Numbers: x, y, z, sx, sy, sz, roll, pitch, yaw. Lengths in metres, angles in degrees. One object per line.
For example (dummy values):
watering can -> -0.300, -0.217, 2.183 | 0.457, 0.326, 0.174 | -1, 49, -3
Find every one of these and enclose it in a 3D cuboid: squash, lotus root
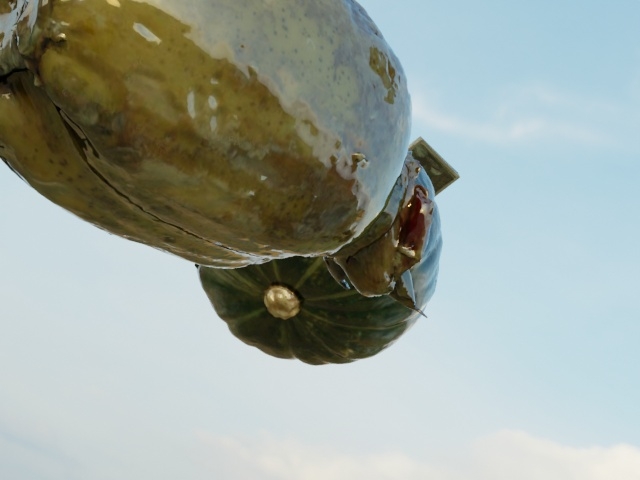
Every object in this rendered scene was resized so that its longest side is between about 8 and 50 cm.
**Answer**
squash -> -0.003, 0.001, 0.886 | 0.218, 0.172, 0.218 | 5, -49, 6
lotus root -> -0.034, -0.055, 0.499 | 0.278, 0.154, 0.154 | 30, -20, -38

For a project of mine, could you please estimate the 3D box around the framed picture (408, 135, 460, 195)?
framed picture -> 0.107, -0.072, 1.186 | 0.089, 0.066, 0.006 | 38, 20, -46
